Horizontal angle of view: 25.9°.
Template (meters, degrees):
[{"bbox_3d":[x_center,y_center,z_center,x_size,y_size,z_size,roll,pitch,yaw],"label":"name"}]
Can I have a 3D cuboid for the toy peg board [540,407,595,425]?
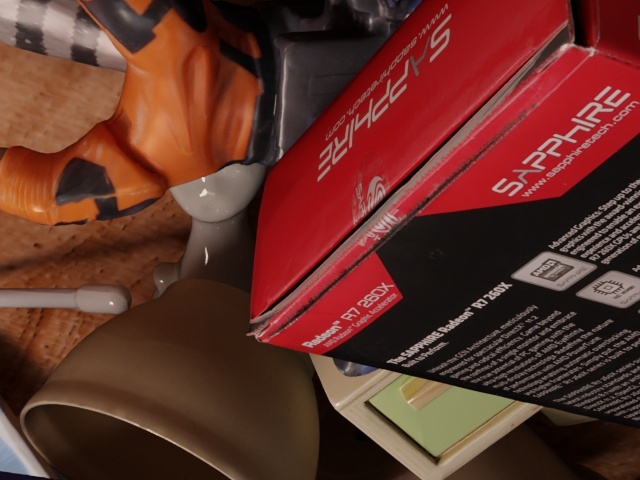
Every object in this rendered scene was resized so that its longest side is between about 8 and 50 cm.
[{"bbox_3d":[0.204,0.049,0.891,0.161,0.079,0.160,-14,154,20],"label":"toy peg board"}]

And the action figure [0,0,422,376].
[{"bbox_3d":[-0.034,-0.122,0.657,0.330,0.178,0.341,6,113,-15],"label":"action figure"}]

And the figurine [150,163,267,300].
[{"bbox_3d":[0.000,0.000,0.827,0.215,0.092,0.209,3,134,0],"label":"figurine"}]

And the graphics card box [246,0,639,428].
[{"bbox_3d":[0.186,0.000,0.554,0.371,0.094,0.233,15,148,-21],"label":"graphics card box"}]

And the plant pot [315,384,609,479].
[{"bbox_3d":[0.082,0.202,0.966,0.263,0.263,0.229,-18,120,23],"label":"plant pot"}]

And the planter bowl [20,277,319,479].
[{"bbox_3d":[-0.067,0.090,0.767,0.162,0.109,0.162,20,150,12],"label":"planter bowl"}]

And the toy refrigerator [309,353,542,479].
[{"bbox_3d":[0.127,0.007,0.735,0.269,0.094,0.102,-37,131,10],"label":"toy refrigerator"}]

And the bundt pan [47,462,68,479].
[{"bbox_3d":[-0.320,0.286,1.159,0.331,0.124,0.330,1,140,1],"label":"bundt pan"}]

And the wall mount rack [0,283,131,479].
[{"bbox_3d":[-0.217,0.145,0.920,0.304,0.130,0.350,-24,120,5],"label":"wall mount rack"}]

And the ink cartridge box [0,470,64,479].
[{"bbox_3d":[-0.089,0.220,0.814,0.176,0.069,0.371,-1,142,41],"label":"ink cartridge box"}]
